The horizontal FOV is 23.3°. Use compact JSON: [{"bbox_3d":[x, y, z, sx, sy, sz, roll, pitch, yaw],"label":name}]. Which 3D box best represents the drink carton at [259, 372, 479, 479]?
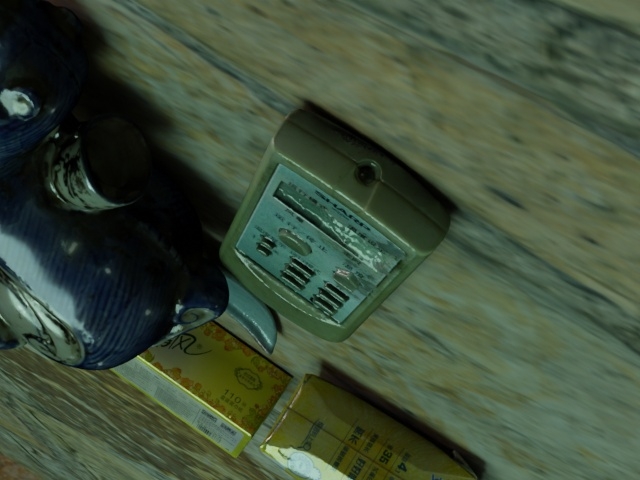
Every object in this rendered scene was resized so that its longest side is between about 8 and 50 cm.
[{"bbox_3d":[0.058,0.177,1.112,0.200,0.084,0.074,30,171,13],"label":"drink carton"}]

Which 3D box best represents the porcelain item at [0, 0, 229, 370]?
[{"bbox_3d":[-0.164,-0.044,0.920,0.186,0.138,0.288,-10,129,42],"label":"porcelain item"}]

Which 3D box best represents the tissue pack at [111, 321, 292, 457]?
[{"bbox_3d":[-0.115,0.092,1.235,0.176,0.062,0.095,36,159,2],"label":"tissue pack"}]

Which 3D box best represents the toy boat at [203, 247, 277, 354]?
[{"bbox_3d":[-0.064,0.038,1.080,0.122,0.034,0.096,34,163,-25],"label":"toy boat"}]

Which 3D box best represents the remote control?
[{"bbox_3d":[0.000,0.000,0.854,0.098,0.038,0.233,35,161,0],"label":"remote control"}]
